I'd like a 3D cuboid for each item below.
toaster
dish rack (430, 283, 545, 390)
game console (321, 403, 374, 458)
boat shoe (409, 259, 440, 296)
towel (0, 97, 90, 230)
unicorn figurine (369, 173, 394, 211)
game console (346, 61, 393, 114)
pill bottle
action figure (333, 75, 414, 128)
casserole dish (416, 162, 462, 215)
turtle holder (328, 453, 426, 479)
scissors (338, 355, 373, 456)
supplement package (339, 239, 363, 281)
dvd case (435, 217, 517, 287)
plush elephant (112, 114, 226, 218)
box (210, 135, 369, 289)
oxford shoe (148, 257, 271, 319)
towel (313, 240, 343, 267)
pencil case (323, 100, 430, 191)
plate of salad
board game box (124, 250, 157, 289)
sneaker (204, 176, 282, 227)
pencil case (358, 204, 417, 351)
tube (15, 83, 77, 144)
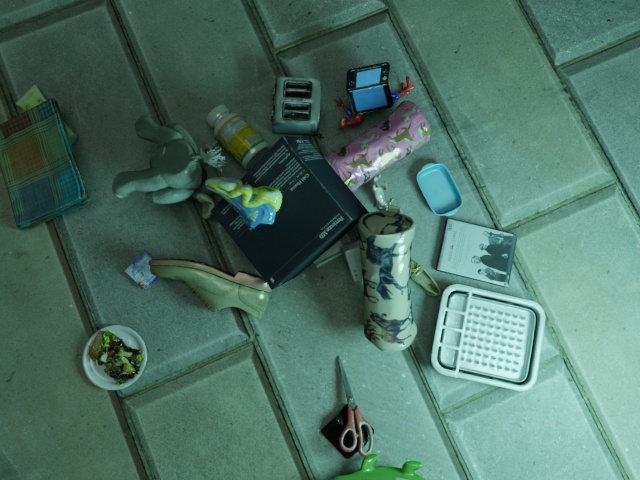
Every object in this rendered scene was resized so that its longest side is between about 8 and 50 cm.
[{"bbox_3d":[-0.075,-0.442,1.775,0.186,0.110,0.167,3,81,-1],"label":"toaster"},{"bbox_3d":[0.521,0.305,1.681,0.333,0.072,0.285,13,79,1],"label":"dish rack"},{"bbox_3d":[0.085,0.589,1.651,0.122,0.071,0.107,45,52,5],"label":"game console"},{"bbox_3d":[0.328,0.118,1.719,0.056,0.048,0.153,-39,83,-7],"label":"boat shoe"},{"bbox_3d":[-0.914,-0.244,1.722,0.272,0.040,0.370,-23,82,11],"label":"towel"},{"bbox_3d":[0.195,-0.161,1.746,0.060,0.111,0.161,-6,95,-12],"label":"unicorn figurine"},{"bbox_3d":[0.162,-0.489,1.714,0.144,0.124,0.085,-14,58,-9],"label":"game console"},{"bbox_3d":[-0.275,-0.343,1.748,0.117,0.117,0.208,-43,84,-8],"label":"pill bottle"},{"bbox_3d":[0.161,-0.485,1.799,0.280,0.091,0.139,-36,89,-8],"label":"action figure"},{"bbox_3d":[0.393,-0.167,1.777,0.114,0.037,0.188,-24,82,-6],"label":"casserole dish"},{"bbox_3d":[0.161,0.772,1.510,0.321,0.243,0.227,-2,97,-11],"label":"turtle holder"},{"bbox_3d":[0.105,0.507,1.645,0.109,0.021,0.297,5,63,-13],"label":"scissors"},{"bbox_3d":[0.166,0.044,1.687,0.179,0.105,0.105,-20,100,-5],"label":"supplement package"},{"bbox_3d":[0.512,0.040,1.748,0.239,0.029,0.179,14,80,1],"label":"dvd case"},{"bbox_3d":[-0.427,-0.211,1.672,0.330,0.255,0.271,4,71,7],"label":"plush elephant"},{"bbox_3d":[-0.093,-0.085,1.611,0.343,0.179,0.312,-41,82,23],"label":"box"},{"bbox_3d":[-0.350,0.146,1.656,0.397,0.140,0.146,13,87,3],"label":"oxford shoe"},{"bbox_3d":[0.000,0.000,1.745,0.113,0.023,0.152,-28,82,-7],"label":"towel"},{"bbox_3d":[0.167,-0.291,1.727,0.386,0.167,0.160,-35,90,-7],"label":"pencil case"},{"bbox_3d":[-0.641,0.362,1.654,0.200,0.048,0.199,0,80,-2],"label":"plate of salad"},{"bbox_3d":[-0.565,0.096,1.715,0.090,0.020,0.090,41,82,7],"label":"board game box"},{"bbox_3d":[-0.227,-0.104,1.516,0.240,0.091,0.126,15,108,21],"label":"sneaker"},{"bbox_3d":[0.201,0.112,1.569,0.160,0.183,0.410,3,114,17],"label":"pencil case"},{"bbox_3d":[-0.912,-0.410,1.776,0.240,0.062,0.070,46,48,10],"label":"tube"}]
